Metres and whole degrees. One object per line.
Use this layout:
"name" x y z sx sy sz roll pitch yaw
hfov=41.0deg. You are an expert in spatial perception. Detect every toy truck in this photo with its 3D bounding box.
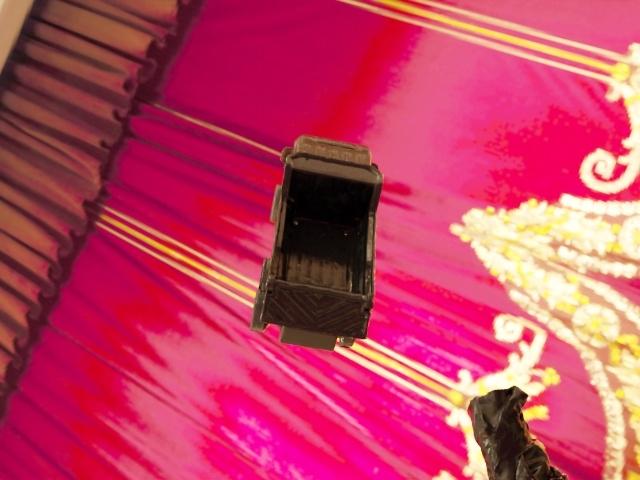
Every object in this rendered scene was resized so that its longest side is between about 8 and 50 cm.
"toy truck" 0.000 0.000 0.654 0.192 0.083 0.092 -84 6 -47

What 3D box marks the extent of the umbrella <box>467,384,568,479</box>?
"umbrella" 0.183 0.239 0.736 0.080 0.071 0.224 74 -173 -66
